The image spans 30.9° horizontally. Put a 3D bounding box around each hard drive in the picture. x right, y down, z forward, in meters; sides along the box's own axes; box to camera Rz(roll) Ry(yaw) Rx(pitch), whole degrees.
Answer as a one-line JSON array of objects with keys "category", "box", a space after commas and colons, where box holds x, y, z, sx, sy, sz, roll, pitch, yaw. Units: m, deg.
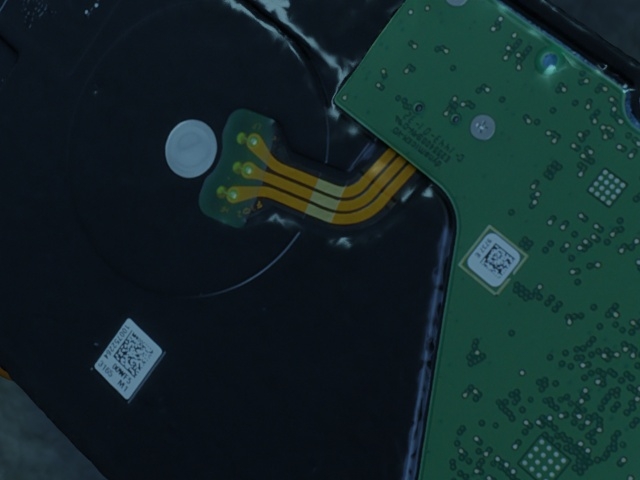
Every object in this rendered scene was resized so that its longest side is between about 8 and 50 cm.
[{"category": "hard drive", "box": [0.000, 0.000, 0.430, 0.339, 0.064, 0.237, 40, 101, 22]}]

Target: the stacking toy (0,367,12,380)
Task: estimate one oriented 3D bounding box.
[{"category": "stacking toy", "box": [-0.023, 0.055, 0.543, 0.301, 0.175, 0.166, 5, 88, 14]}]
